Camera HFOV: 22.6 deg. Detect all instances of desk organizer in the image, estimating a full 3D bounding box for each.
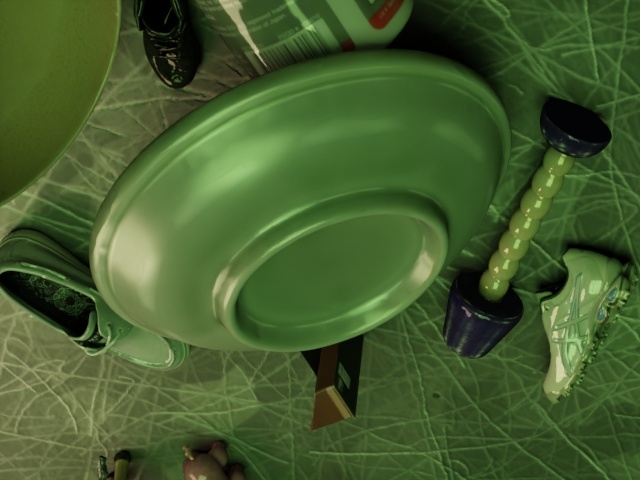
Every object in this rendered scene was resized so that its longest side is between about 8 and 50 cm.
[{"bbox_3d":[0.007,0.128,1.610,0.050,0.130,0.047,-22,120,19],"label":"desk organizer"}]

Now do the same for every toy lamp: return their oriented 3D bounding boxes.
[{"bbox_3d":[0.191,-0.001,1.543,0.080,0.080,0.275,18,123,-8],"label":"toy lamp"}]

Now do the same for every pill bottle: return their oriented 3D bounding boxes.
[{"bbox_3d":[-0.058,-0.271,1.335,0.161,0.161,0.283,-26,117,19],"label":"pill bottle"}]

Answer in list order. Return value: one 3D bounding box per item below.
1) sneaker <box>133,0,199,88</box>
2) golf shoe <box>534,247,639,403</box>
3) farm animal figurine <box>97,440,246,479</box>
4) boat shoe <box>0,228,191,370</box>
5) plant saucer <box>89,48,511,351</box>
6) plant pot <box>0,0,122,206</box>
[{"bbox_3d":[-0.142,-0.198,1.431,0.051,0.089,0.170,0,123,4],"label":"sneaker"},{"bbox_3d":[0.250,0.081,1.614,0.086,0.069,0.176,28,120,10],"label":"golf shoe"},{"bbox_3d":[-0.102,0.395,1.765,0.330,0.172,0.327,7,123,0],"label":"farm animal figurine"},{"bbox_3d":[-0.235,0.078,1.622,0.227,0.081,0.079,34,119,-16],"label":"boat shoe"},{"bbox_3d":[0.000,0.000,1.423,0.400,0.100,0.400,-17,148,-11],"label":"plant saucer"},{"bbox_3d":[-0.339,-0.181,1.378,0.191,0.284,0.284,33,127,25],"label":"plant pot"}]
